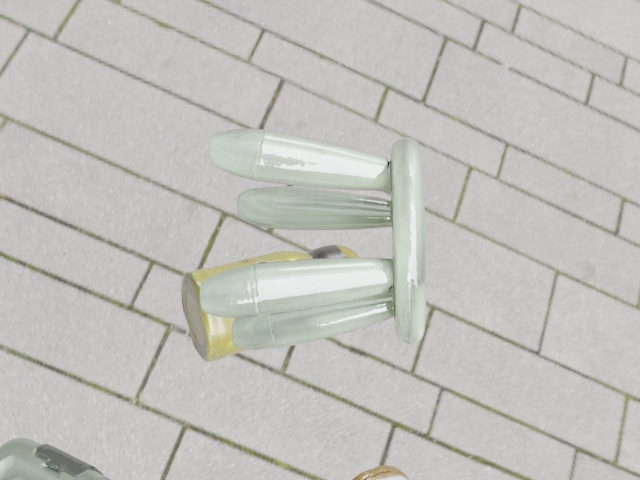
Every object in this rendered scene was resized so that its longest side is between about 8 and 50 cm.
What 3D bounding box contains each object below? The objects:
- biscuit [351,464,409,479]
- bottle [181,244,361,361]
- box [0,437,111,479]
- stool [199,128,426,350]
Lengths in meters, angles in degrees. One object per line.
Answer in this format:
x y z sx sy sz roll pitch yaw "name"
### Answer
0.093 0.496 1.435 0.180 0.208 0.049 -17 35 -26 "biscuit"
-0.075 0.100 1.526 0.351 0.171 0.172 -15 73 -21 "bottle"
-0.201 0.235 0.537 0.123 0.093 0.172 13 54 33 "box"
0.000 0.000 0.771 0.198 0.195 0.196 0 71 3 "stool"
